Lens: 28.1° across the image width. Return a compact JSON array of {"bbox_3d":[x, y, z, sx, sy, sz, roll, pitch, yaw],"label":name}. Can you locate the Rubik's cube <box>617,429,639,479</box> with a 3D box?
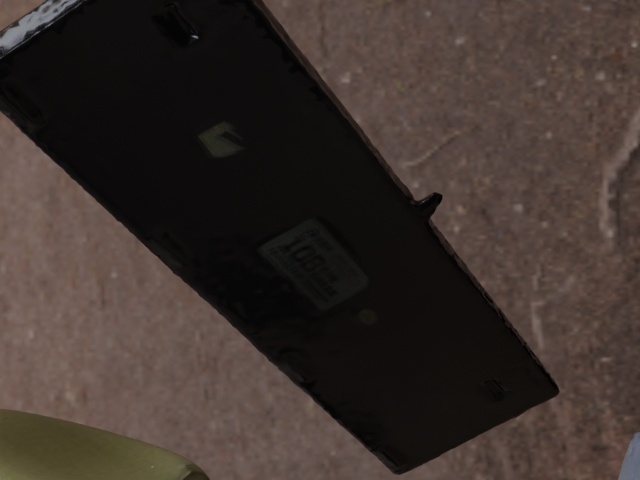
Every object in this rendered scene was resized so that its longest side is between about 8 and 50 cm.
[{"bbox_3d":[0.252,0.046,0.207,0.344,0.345,0.337,-46,-29,-77],"label":"Rubik's cube"}]

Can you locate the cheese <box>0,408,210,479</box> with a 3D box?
[{"bbox_3d":[-0.191,0.117,0.686,0.255,0.127,0.050,16,103,20],"label":"cheese"}]

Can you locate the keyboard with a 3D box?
[{"bbox_3d":[0.000,0.000,0.523,0.106,0.317,0.027,-30,43,12],"label":"keyboard"}]
